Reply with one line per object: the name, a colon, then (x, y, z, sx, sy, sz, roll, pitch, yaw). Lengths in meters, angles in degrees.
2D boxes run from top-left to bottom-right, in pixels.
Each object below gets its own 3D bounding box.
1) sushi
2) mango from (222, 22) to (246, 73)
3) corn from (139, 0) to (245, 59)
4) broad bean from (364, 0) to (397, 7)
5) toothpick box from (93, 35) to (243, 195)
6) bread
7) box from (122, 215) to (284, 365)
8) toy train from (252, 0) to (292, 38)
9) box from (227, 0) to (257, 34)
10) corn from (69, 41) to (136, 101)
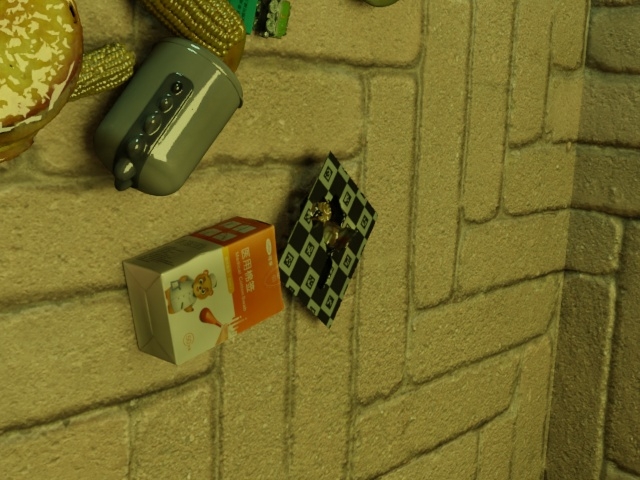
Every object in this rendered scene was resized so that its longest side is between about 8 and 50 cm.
sushi: (0.000, 0.000, 2.199, 0.343, 0.064, 0.359, 49, 59, -52)
mango: (-0.217, -0.403, 1.851, 0.187, 0.066, 0.101, -57, 143, -10)
corn: (-0.298, -0.501, 1.669, 0.344, 0.131, 0.131, 44, 66, -25)
broad bean: (0.138, -0.720, 2.142, 0.291, 0.119, 0.238, 27, 70, -50)
toothpick box: (-0.315, -0.230, 1.680, 0.229, 0.229, 0.316, 49, 64, -42)
bread: (-0.568, -0.313, 1.361, 0.398, 0.215, 0.398, -1, 91, -35)
box: (-0.249, 0.103, 1.898, 0.341, 0.143, 0.225, -25, 118, -43)
toy train: (-0.103, -0.565, 1.946, 0.081, 0.060, 0.202, -5, 109, -55)
box: (-0.226, -0.557, 1.835, 0.226, 0.042, 0.161, 10, 91, -49)
corn: (-0.472, -0.304, 1.598, 0.288, 0.086, 0.086, -30, 120, -36)
